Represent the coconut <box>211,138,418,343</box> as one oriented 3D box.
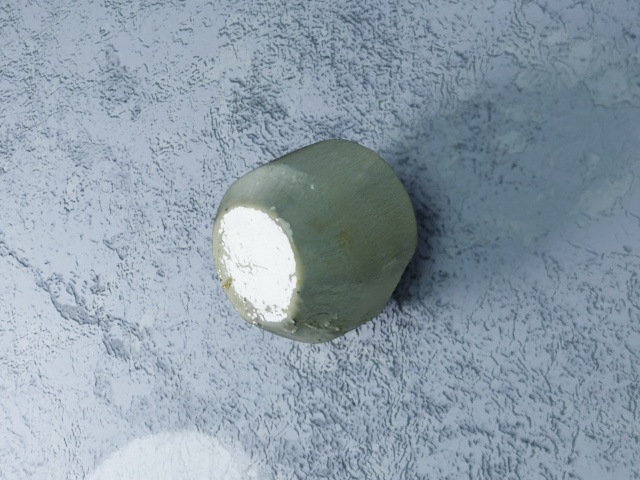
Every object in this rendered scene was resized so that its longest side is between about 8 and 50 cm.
[{"bbox_3d":[0.000,0.000,1.345,0.245,0.247,0.245,18,118,38],"label":"coconut"}]
